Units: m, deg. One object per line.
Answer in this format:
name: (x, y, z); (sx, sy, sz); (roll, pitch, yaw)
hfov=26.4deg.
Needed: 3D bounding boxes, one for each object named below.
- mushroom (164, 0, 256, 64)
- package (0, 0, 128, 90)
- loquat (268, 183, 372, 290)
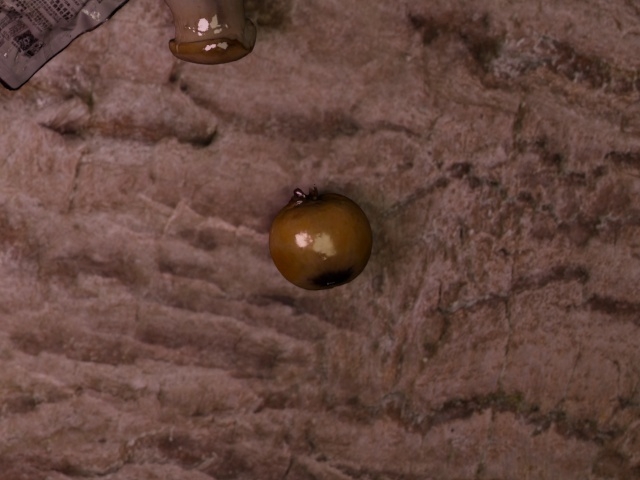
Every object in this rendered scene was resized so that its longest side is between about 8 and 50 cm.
mushroom: (-0.190, -0.428, 1.792); (0.154, 0.137, 0.407); (-18, 105, -22)
package: (-0.359, -0.312, 1.810); (0.239, 0.030, 0.154); (-39, 138, -1)
loquat: (0.000, 0.000, 1.975); (0.163, 0.137, 0.163); (2, 112, 4)
